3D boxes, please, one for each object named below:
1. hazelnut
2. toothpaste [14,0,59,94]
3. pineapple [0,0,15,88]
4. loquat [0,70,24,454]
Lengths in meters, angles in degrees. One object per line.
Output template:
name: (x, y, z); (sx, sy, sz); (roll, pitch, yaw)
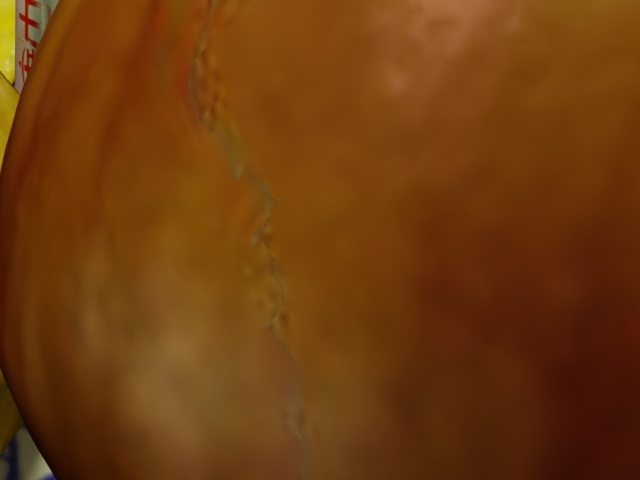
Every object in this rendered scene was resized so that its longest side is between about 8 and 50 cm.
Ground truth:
hazelnut: (0.072, -0.013, 0.471); (0.366, 0.365, 0.365); (-4, 51, 5)
toothpaste: (-0.130, -0.056, 0.727); (0.045, 0.169, 0.028); (4, 14, 6)
pineapple: (-0.117, -0.172, 0.825); (0.344, 0.286, 0.209); (-35, 15, -1)
loquat: (-0.213, 0.011, 0.626); (0.235, 0.235, 0.235); (-4, 51, 5)
